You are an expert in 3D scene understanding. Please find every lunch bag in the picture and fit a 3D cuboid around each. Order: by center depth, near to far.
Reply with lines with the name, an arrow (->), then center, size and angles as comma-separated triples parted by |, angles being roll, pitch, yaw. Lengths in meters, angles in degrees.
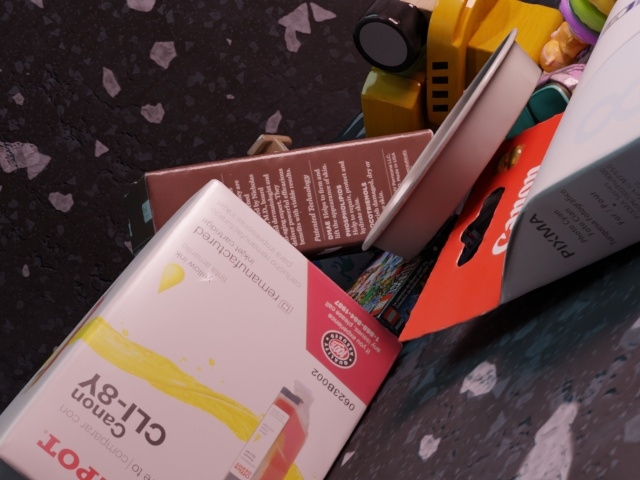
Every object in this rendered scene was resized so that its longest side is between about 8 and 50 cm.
lunch bag -> 0.000, 0.000, 1.822 | 0.129, 0.151, 0.096 | -45, 22, 26

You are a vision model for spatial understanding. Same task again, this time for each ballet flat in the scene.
ballet flat -> 0.275, -0.172, 1.546 | 0.079, 0.077, 0.221 | -31, 7, -20

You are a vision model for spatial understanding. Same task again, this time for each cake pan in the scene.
cake pan -> 0.148, -0.097, 1.389 | 0.293, 0.054, 0.293 | -56, 1, 1

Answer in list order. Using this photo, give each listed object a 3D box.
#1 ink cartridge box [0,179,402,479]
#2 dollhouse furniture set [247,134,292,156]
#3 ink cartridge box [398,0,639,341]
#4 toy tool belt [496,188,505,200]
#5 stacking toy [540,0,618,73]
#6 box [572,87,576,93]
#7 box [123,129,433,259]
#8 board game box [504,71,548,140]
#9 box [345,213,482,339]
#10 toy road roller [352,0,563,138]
ink cartridge box -> -0.132, 0.175, 1.261 | 0.160, 0.279, 0.385 | -37, 14, 52
dollhouse furniture set -> -0.052, -0.019, 2.085 | 0.242, 0.212, 0.161 | -50, -23, 25
ink cartridge box -> 0.221, -0.092, 1.135 | 0.385, 0.091, 0.308 | -29, 23, 45
toy tool belt -> 0.224, -0.059, 1.293 | 0.083, 0.051, 0.052 | -47, 8, 4
stacking toy -> 0.346, -0.292, 1.507 | 0.175, 0.166, 0.302 | -35, -13, -36
box -> 0.320, -0.161, 1.316 | 0.105, 0.043, 0.179 | -45, 6, 17
box -> -0.047, -0.038, 1.634 | 0.381, 0.143, 0.191 | -8, -4, -17
board game box -> 0.267, -0.186, 1.780 | 0.154, 0.026, 0.103 | -52, 9, -30
box -> 0.082, 0.062, 1.496 | 0.159, 0.044, 0.233 | -51, 8, -23
toy road roller -> 0.196, -0.230, 1.741 | 0.202, 0.240, 0.330 | -54, -27, -34
